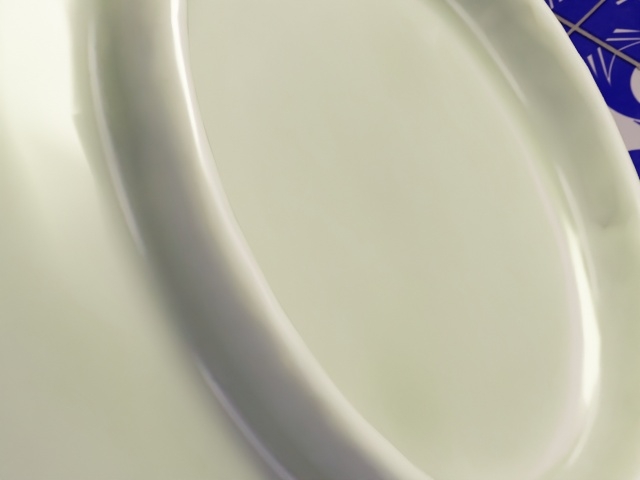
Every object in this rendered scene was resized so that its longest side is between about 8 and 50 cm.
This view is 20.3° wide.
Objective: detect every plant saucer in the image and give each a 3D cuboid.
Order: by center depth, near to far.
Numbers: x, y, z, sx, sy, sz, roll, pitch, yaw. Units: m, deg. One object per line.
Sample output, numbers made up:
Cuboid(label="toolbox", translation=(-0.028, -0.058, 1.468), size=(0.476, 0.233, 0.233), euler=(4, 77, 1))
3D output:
Cuboid(label="plant saucer", translation=(0.000, 0.000, 0.495), size=(0.400, 0.100, 0.400), euler=(30, 46, -37))
